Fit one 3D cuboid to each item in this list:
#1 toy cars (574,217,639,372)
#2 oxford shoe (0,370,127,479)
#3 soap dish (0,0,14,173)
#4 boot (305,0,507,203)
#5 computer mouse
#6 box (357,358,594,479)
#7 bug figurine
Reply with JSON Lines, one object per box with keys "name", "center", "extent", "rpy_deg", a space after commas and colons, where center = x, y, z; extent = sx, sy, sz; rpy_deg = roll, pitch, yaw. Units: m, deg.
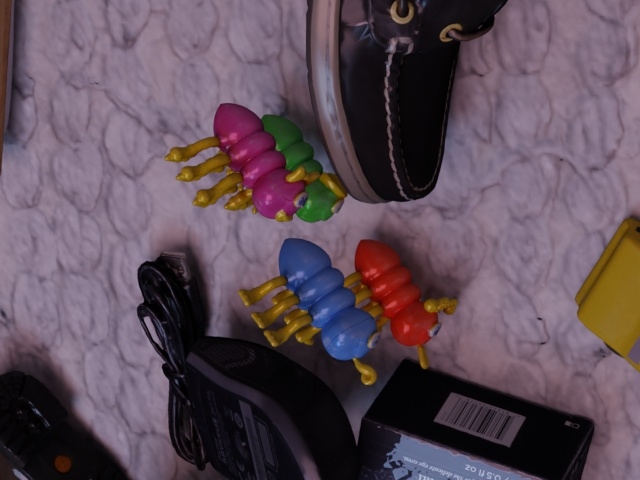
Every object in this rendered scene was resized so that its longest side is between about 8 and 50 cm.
{"name": "toy cars", "center": [0.302, 0.165, 1.296], "extent": [0.176, 0.087, 0.393], "rpy_deg": [-15, 108, 30]}
{"name": "oxford shoe", "center": [-0.225, 0.210, 1.578], "extent": [0.096, 0.083, 0.227], "rpy_deg": [-19, 107, 51]}
{"name": "soap dish", "center": [-0.378, -0.178, 1.418], "extent": [0.291, 0.118, 0.229], "rpy_deg": [17, 120, 15]}
{"name": "boot", "center": [0.145, -0.181, 1.172], "extent": [0.284, 0.138, 0.377], "rpy_deg": [11, 113, 20]}
{"name": "computer mouse", "center": [-0.043, 0.125, 1.398], "extent": [0.272, 0.072, 0.188], "rpy_deg": [33, 138, 53]}
{"name": "box", "center": [0.107, 0.197, 1.400], "extent": [0.156, 0.093, 0.158], "rpy_deg": [17, 122, 16]}
{"name": "bug figurine", "center": [0.000, 0.000, 1.275], "extent": [0.072, 0.279, 0.216], "rpy_deg": [-37, 81, 12]}
